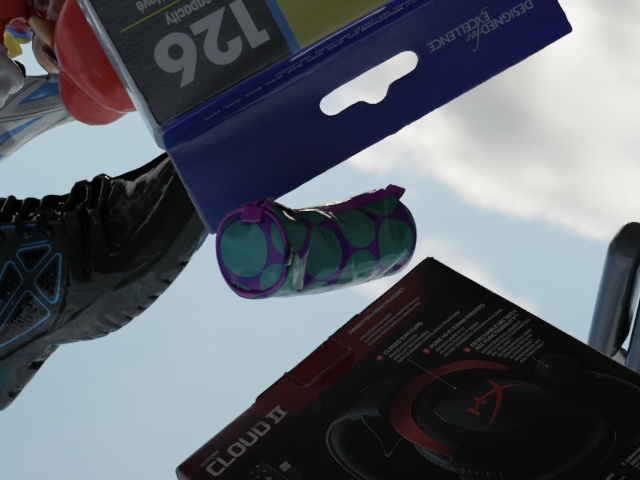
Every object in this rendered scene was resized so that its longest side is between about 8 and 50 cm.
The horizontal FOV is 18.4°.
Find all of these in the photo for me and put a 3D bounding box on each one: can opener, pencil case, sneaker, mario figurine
[{"bbox_3d":[0.271,0.073,1.702,0.074,0.280,0.093,28,-116,19],"label":"can opener"},{"bbox_3d":[0.000,0.000,1.363,0.064,0.070,0.151,20,-162,36],"label":"pencil case"},{"bbox_3d":[-0.212,0.013,1.559,0.140,0.341,0.125,47,-161,-16],"label":"sneaker"},{"bbox_3d":[-0.316,-0.122,1.957,0.086,0.237,0.085,62,165,-14],"label":"sneaker"},{"bbox_3d":[-0.261,-0.197,1.833,0.320,0.198,0.170,40,174,35],"label":"mario figurine"}]

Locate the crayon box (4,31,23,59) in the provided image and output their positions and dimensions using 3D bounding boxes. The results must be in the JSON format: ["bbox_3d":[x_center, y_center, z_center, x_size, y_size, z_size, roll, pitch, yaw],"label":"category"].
[{"bbox_3d":[-0.448,-0.276,2.105,0.202,0.318,0.081,-29,-123,-15],"label":"crayon box"}]

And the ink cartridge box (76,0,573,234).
[{"bbox_3d":[-0.016,-0.206,1.341,0.307,0.303,0.072,61,174,-7],"label":"ink cartridge box"}]

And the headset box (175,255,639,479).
[{"bbox_3d":[0.079,0.150,1.122,0.293,0.110,0.218,30,-123,36],"label":"headset box"}]
